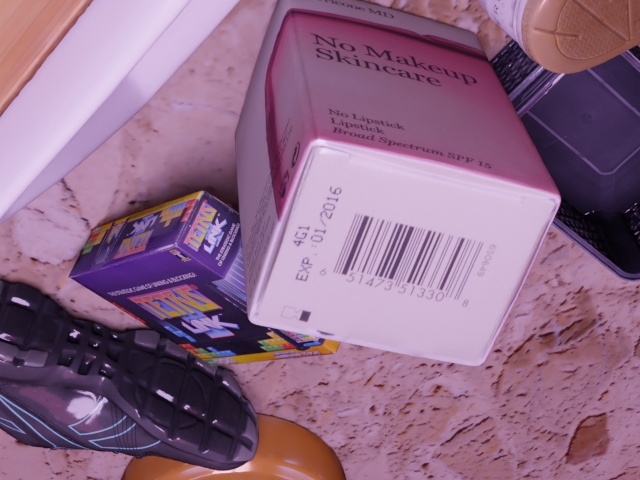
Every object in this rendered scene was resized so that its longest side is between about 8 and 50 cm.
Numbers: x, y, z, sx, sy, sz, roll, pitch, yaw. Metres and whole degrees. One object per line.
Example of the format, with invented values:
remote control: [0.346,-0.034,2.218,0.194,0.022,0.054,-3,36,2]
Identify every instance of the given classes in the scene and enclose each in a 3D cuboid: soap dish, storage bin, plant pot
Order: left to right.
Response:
soap dish: [-0.117,-0.147,0.629,0.118,0.291,0.229,43,112,-7]
plant pot: [-0.069,0.281,0.959,0.205,0.188,0.205,-3,123,-5]
storage bin: [0.202,-0.071,0.821,0.180,0.084,0.122,35,113,-26]

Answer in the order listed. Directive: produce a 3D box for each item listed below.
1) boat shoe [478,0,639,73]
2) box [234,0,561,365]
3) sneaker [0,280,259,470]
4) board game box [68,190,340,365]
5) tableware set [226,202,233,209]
boat shoe: [0.225,-0.197,0.736,0.277,0.096,0.098,-22,131,-18]
box: [0.035,-0.049,0.726,0.149,0.232,0.126,12,121,-14]
sneaker: [-0.177,0.119,0.910,0.267,0.101,0.106,26,129,-14]
board game box: [-0.080,0.034,0.821,0.141,0.048,0.170,34,154,-26]
tableware set: [0.000,0.000,0.882,0.154,0.024,0.104,-4,131,-6]
